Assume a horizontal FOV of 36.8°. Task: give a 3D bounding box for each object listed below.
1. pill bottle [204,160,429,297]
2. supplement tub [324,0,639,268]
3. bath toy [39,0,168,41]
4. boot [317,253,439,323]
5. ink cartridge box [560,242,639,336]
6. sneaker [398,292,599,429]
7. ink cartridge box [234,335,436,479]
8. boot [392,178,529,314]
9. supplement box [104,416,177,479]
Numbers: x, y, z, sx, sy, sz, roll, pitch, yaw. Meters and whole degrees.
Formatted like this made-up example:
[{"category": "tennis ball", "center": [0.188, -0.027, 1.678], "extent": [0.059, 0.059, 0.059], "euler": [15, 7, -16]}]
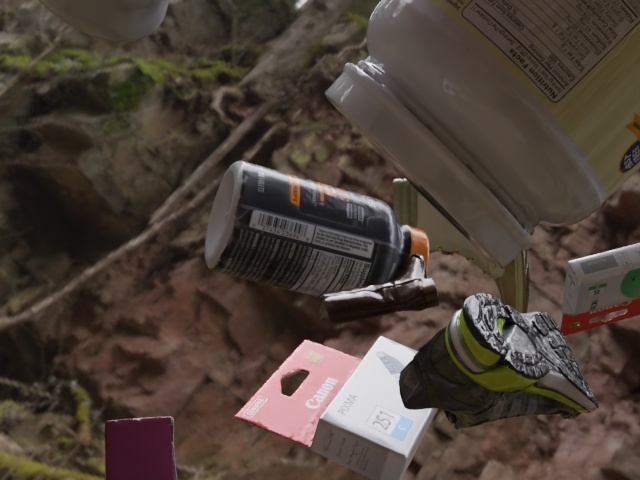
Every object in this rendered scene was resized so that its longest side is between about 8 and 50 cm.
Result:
[{"category": "pill bottle", "center": [0.000, 0.000, 1.114], "extent": [0.246, 0.130, 0.130], "euler": [15, -27, -17]}, {"category": "supplement tub", "center": [0.186, -0.160, 0.748], "extent": [0.235, 0.325, 0.235], "euler": [44, 5, -5]}, {"category": "bath toy", "center": [-0.080, -0.280, 0.606], "extent": [0.129, 0.348, 0.151], "euler": [-12, -43, 39]}, {"category": "boot", "center": [0.049, 0.048, 0.932], "extent": [0.106, 0.114, 0.037], "euler": [-107, -175, -74]}, {"category": "ink cartridge box", "center": [0.488, 0.094, 1.571], "extent": [0.224, 0.181, 0.056], "euler": [78, -4, -50]}, {"category": "sneaker", "center": [0.181, 0.135, 0.971], "extent": [0.121, 0.111, 0.300], "euler": [-35, -35, 23]}, {"category": "ink cartridge box", "center": [0.047, 0.235, 1.498], "extent": [0.261, 0.296, 0.066], "euler": [21, -65, 13]}, {"category": "boot", "center": [0.181, 0.013, 1.242], "extent": [0.165, 0.077, 0.213], "euler": [-8, -83, 13]}, {"category": "supplement box", "center": [-0.213, 0.306, 1.142], "extent": [0.081, 0.104, 0.188], "euler": [-1, -45, -12]}]
